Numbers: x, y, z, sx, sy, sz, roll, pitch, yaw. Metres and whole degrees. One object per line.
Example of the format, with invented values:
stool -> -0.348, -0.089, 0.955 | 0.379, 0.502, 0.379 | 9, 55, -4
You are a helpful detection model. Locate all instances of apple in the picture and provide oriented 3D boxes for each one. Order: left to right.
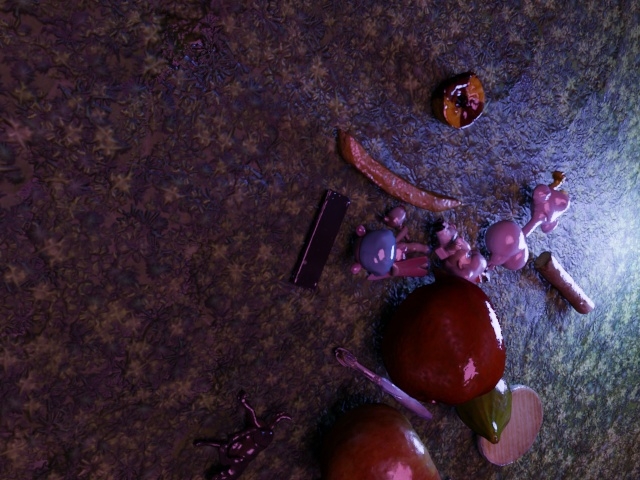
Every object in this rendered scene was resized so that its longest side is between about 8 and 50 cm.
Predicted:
apple -> 0.135, 0.547, 1.246 | 0.250, 0.277, 0.309 | -30, 88, -6

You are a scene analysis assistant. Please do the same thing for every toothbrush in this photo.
toothbrush -> 0.174, 0.381, 1.360 | 0.413, 0.042, 0.035 | 40, 80, -31

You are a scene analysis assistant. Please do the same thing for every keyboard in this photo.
keyboard -> 0.000, 0.000, 1.194 | 0.072, 0.023, 0.231 | 21, 91, -37

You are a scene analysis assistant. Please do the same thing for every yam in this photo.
yam -> 0.747, 0.135, 1.603 | 0.299, 0.066, 0.066 | 38, 82, -29

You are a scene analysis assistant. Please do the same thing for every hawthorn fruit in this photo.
hawthorn fruit -> 0.304, 0.247, 1.259 | 0.295, 0.295, 0.311 | 26, 98, -30

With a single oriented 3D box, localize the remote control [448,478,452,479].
remote control -> 0.383, 0.789, 1.563 | 0.065, 0.029, 0.166 | -27, 112, -22

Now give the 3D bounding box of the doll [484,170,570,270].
doll -> 0.576, -0.042, 1.456 | 0.365, 0.094, 0.160 | -40, 124, -14

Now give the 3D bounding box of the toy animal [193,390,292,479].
toy animal -> -0.177, 0.451, 1.172 | 0.233, 0.084, 0.148 | -46, 129, -14

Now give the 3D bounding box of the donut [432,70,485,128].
donut -> 0.335, -0.341, 1.280 | 0.140, 0.059, 0.140 | -6, 103, -28

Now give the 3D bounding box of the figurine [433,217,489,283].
figurine -> 0.352, 0.045, 1.342 | 0.112, 0.137, 0.229 | -30, 113, 15

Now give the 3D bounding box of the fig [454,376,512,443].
fig -> 0.436, 0.453, 1.433 | 0.233, 0.167, 0.167 | -42, 120, -45

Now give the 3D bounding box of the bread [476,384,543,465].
bread -> 0.579, 0.564, 1.615 | 0.267, 0.040, 0.267 | -6, 103, -27

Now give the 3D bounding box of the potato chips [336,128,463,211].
potato chips -> 0.192, -0.136, 1.247 | 0.407, 0.057, 0.080 | 24, 92, -30

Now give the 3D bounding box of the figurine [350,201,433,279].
figurine -> 0.186, 0.011, 1.251 | 0.260, 0.103, 0.205 | 8, 99, -39
